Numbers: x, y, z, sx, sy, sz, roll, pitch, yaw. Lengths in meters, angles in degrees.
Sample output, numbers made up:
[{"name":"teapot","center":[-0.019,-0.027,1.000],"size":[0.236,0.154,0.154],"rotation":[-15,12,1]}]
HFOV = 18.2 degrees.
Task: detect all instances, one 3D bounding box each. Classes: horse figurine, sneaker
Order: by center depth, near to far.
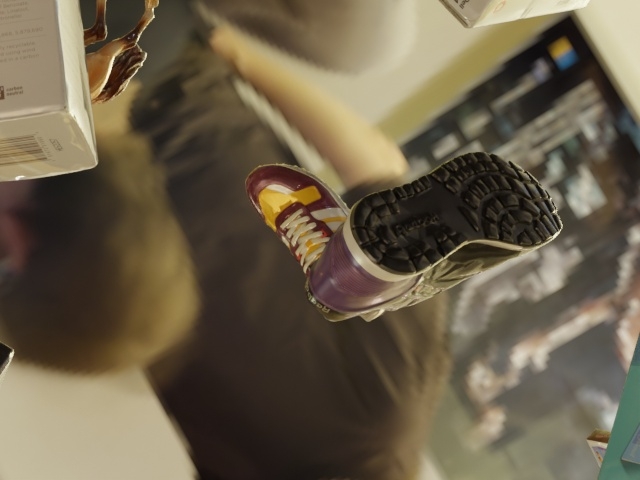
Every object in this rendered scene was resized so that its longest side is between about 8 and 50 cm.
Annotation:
[{"name":"sneaker","center":[0.097,0.001,1.837],"size":[0.283,0.107,0.124],"rotation":[-12,155,-43]},{"name":"sneaker","center":[0.000,0.000,1.926],"size":[0.069,0.185,0.084],"rotation":[-48,-173,25]},{"name":"horse figurine","center":[-0.264,-0.207,1.956],"size":[0.263,0.066,0.174],"rotation":[36,77,-41]}]

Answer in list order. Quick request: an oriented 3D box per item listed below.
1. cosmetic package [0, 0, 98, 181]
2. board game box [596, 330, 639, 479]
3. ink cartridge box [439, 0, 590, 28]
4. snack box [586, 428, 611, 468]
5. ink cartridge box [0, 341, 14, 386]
[{"name":"cosmetic package","center":[-0.208,-0.167,1.337],"size":[0.085,0.231,0.117],"rotation":[-8,163,1]},{"name":"board game box","center":[0.309,0.096,1.157],"size":[0.079,0.254,0.336],"rotation":[-1,152,43]},{"name":"ink cartridge box","center":[0.182,-0.259,1.605],"size":[0.153,0.087,0.208],"rotation":[-52,162,29]},{"name":"snack box","center":[0.361,0.242,2.120],"size":[0.022,0.064,0.178],"rotation":[-42,-153,-27]},{"name":"ink cartridge box","center":[-0.463,0.136,1.878],"size":[0.307,0.303,0.072],"rotation":[-60,180,44]}]
